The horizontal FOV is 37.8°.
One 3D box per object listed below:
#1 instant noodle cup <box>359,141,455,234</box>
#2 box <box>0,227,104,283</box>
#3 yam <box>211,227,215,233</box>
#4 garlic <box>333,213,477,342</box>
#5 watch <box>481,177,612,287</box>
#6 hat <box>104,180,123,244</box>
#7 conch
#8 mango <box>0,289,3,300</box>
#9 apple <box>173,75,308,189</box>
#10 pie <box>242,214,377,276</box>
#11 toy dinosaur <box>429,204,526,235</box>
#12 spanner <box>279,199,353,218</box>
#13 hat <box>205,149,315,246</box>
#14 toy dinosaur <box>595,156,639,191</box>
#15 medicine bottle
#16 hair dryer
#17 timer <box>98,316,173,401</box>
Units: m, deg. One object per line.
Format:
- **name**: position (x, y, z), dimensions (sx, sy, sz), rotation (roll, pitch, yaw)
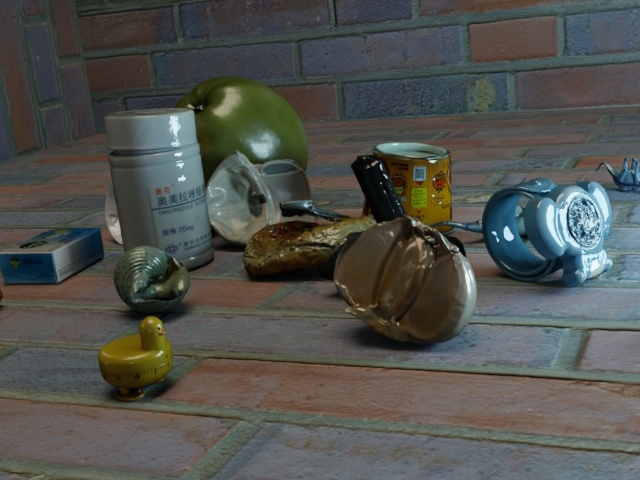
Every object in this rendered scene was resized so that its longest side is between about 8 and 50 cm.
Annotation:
- **instant noodle cup**: position (0.192, -0.114, 2.023), dimensions (0.215, 0.172, 0.216), rotation (3, 16, -1)
- **box**: position (-0.581, 0.031, 2.032), dimensions (0.139, 0.073, 0.194), rotation (-1, 16, 18)
- **yam**: position (-0.274, -0.021, 2.168), dimensions (0.043, 0.043, 0.094), rotation (-3, 13, 12)
- **garlic**: position (0.144, 0.068, 1.435), dimensions (0.229, 0.178, 0.143), rotation (29, 1, 34)
- **watch**: position (0.382, -0.011, 1.622), dimensions (0.211, 0.211, 0.193), rotation (-18, 4, -37)
- **hat**: position (-0.412, -0.079, 2.241), dimensions (0.203, 0.203, 0.126), rotation (6, 4, 39)
- **conch**: position (-0.304, 0.079, 1.681), dimensions (0.135, 0.102, 0.153), rotation (2, 46, -11)
- **mango**: position (-0.650, 0.113, 1.777), dimensions (0.080, 0.060, 0.114), rotation (-15, 12, 23)
- **apple**: position (-0.204, -0.225, 2.269), dimensions (0.357, 0.357, 0.357), rotation (-6, 15, 2)
- **pie**: position (0.000, 0.001, 1.869), dimensions (0.308, 0.085, 0.308), rotation (-9, 9, 1)
- **toy dinosaur**: position (0.399, -0.039, 1.891), dimensions (0.329, 0.076, 0.144), rotation (-7, 8, -13)
- **spanner**: position (0.012, -0.056, 1.997), dimensions (0.093, 0.026, 0.325), rotation (-7, -9, 35)
- **hat**: position (-0.131, -0.080, 2.114), dimensions (0.164, 0.219, 0.226), rotation (-20, -17, 40)
- **toy dinosaur**: position (0.720, -0.152, 2.173), dimensions (0.045, 0.080, 0.197), rotation (-9, 25, -34)
- **medicine bottle**: position (-0.336, -0.110, 1.955), dimensions (0.190, 0.332, 0.190), rotation (-6, 15, 2)
- **hair dryer**: position (0.086, -0.027, 1.563), dimensions (0.244, 0.302, 0.116), rotation (4, 45, 36)
- **timer**: position (-0.263, 0.160, 1.332), dimensions (0.107, 0.109, 0.107), rotation (-6, 14, 2)
